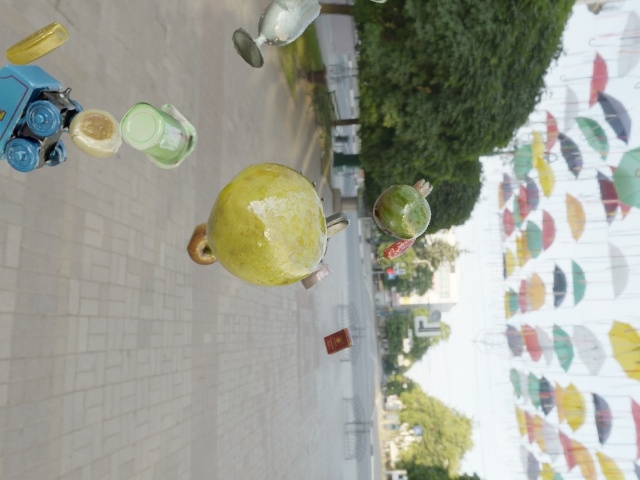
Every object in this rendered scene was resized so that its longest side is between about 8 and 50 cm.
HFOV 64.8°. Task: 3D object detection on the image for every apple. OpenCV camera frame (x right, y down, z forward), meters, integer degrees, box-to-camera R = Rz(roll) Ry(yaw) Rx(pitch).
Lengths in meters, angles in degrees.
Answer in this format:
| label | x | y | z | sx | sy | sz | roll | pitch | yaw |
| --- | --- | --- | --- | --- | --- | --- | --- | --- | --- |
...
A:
| label | x | y | z | sx | sy | sz | roll | pitch | yaw |
| --- | --- | --- | --- | --- | --- | --- | --- | --- | --- |
| apple | -0.427 | 0.009 | 1.932 | 0.163 | 0.146 | 0.147 | -63 | -159 | 18 |

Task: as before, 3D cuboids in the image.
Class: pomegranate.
| label | x | y | z | sx | sy | sz | roll | pitch | yaw |
| --- | --- | --- | --- | --- | --- | --- | --- | --- | --- |
| pomegranate | 0.264 | -0.105 | 1.543 | 0.209 | 0.180 | 0.180 | -47 | 162 | -9 |

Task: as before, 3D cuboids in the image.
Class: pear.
| label | x | y | z | sx | sy | sz | roll | pitch | yaw |
| --- | --- | --- | --- | --- | --- | --- | --- | --- | --- |
| pear | -0.127 | -0.027 | 1.257 | 0.304 | 0.304 | 0.303 | -3 | 90 | -83 |

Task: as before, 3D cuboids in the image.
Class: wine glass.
| label | x | y | z | sx | sy | sz | roll | pitch | yaw |
| --- | --- | --- | --- | --- | --- | --- | --- | --- | --- |
| wine glass | -0.093 | -0.495 | 1.153 | 0.222 | 0.103 | 0.103 | -48 | 154 | -20 |

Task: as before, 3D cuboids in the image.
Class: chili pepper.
| label | x | y | z | sx | sy | sz | roll | pitch | yaw |
| --- | --- | --- | --- | --- | --- | --- | --- | --- | --- |
| chili pepper | 0.319 | 0.036 | 2.126 | 0.059 | 0.191 | 0.050 | 64 | -8 | -33 |

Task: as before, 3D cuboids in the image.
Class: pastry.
| label | x | y | z | sx | sy | sz | roll | pitch | yaw |
| --- | --- | --- | --- | --- | --- | --- | --- | --- | --- |
| pastry | -0.699 | -0.332 | 1.577 | 0.092 | 0.157 | 0.156 | -40 | -137 | 53 |

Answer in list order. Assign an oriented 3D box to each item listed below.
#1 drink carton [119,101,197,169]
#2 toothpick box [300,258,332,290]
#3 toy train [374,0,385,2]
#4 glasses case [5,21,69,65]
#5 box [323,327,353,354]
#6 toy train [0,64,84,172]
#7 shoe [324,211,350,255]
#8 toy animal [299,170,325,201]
| label | x | y | z | sx | sy | sz | roll | pitch | yaw |
| --- | --- | --- | --- | --- | --- | --- | --- | --- | --- |
| drink carton | -0.410 | -0.266 | 1.259 | 0.144 | 0.146 | 0.142 | 45 | 5 | 6 |
| toothpick box | -0.046 | 0.059 | 1.476 | 0.149 | 0.098 | 0.098 | 53 | 5 | 4 |
| toy train | 0.133 | -0.463 | 0.817 | 0.207 | 0.043 | 0.047 | 148 | -52 | -65 |
| glasses case | -1.042 | -0.722 | 1.863 | 0.064 | 0.234 | 0.079 | 59 | -1 | 26 |
| box | 0.051 | 0.290 | 1.448 | 0.023 | 0.082 | 0.051 | 21 | 46 | -53 |
| toy train | -0.905 | -0.377 | 1.559 | 0.300 | 0.265 | 0.188 | -51 | -174 | 18 |
| shoe | 0.000 | 0.000 | 1.686 | 0.093 | 0.241 | 0.108 | 62 | 4 | 30 |
| toy animal | -0.105 | -0.169 | 1.877 | 0.217 | 0.176 | 0.073 | 36 | 27 | -50 |
